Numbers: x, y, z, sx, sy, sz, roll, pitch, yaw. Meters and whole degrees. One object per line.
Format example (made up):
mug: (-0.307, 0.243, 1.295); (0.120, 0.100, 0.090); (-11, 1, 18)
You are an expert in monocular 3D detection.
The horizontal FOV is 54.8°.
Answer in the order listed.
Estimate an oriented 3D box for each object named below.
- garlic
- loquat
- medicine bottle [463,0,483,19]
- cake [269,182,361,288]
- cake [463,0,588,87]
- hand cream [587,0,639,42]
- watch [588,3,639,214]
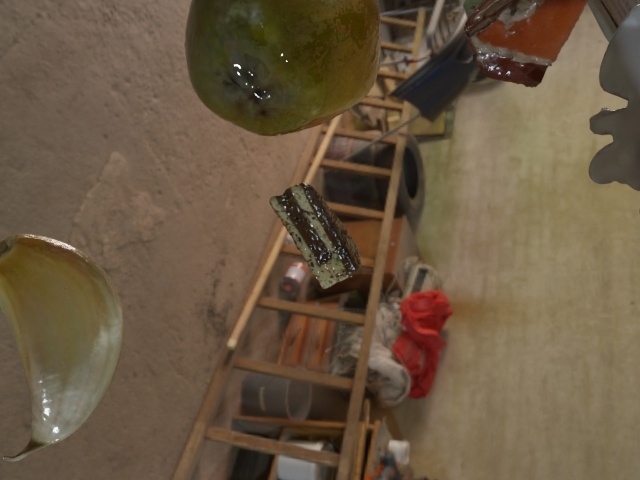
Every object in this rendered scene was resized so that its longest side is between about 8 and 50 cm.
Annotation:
garlic: (-0.315, 0.113, 0.722); (0.164, 0.145, 0.245); (-7, 85, -63)
loquat: (-0.052, -0.275, 0.884); (0.284, 0.275, 0.276); (-63, 143, -42)
medicine bottle: (0.317, -0.445, 1.229); (0.083, 0.047, 0.047); (49, 44, -44)
cake: (-0.004, -0.003, 1.386); (0.246, 0.112, 0.135); (51, 17, -42)
cake: (0.289, -0.329, 0.817); (0.287, 0.135, 0.098); (114, -2, -52)
hand cream: (0.477, -0.394, 0.787); (0.359, 0.117, 0.186); (114, -33, -58)
watch: (0.310, -0.077, 0.504); (0.231, 0.196, 0.244); (-34, 124, -51)
